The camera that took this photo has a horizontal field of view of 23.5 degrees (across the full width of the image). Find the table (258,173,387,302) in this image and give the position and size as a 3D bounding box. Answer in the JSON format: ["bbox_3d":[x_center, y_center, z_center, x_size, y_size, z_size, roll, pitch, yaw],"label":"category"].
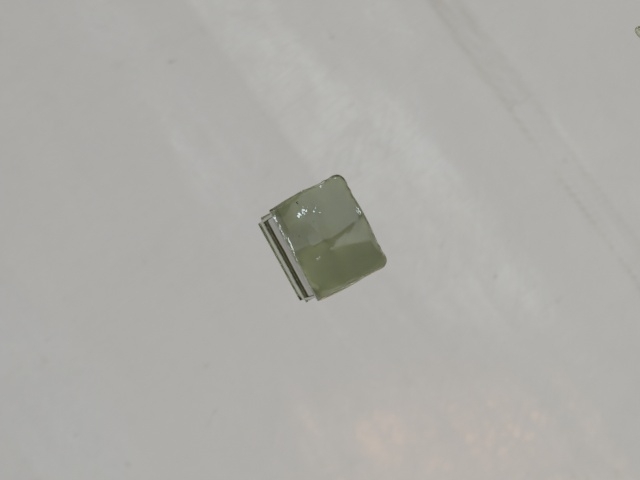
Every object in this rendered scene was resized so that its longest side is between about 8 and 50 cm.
[{"bbox_3d":[0.000,0.000,1.174,0.062,0.083,0.079,-28,91,-11],"label":"table"}]

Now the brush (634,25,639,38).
[{"bbox_3d":[0.368,-0.117,1.177,0.299,0.039,0.042,18,108,-17],"label":"brush"}]
